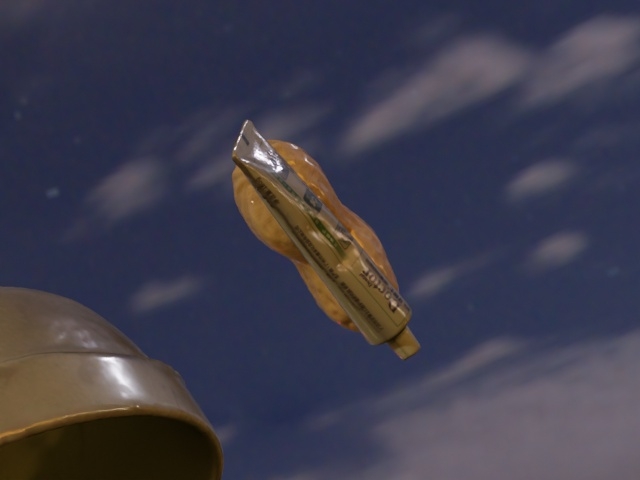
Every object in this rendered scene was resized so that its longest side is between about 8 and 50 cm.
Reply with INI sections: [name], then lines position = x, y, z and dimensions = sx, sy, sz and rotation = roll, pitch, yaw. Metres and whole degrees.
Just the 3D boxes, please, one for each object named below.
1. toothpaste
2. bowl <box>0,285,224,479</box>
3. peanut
[toothpaste]
position = 0.005, 0.005, 1.428
dimensions = 0.041, 0.218, 0.064
rotation = -31, 19, 24
[bowl]
position = -0.221, 0.138, 1.142
dimensions = 0.307, 0.163, 0.307
rotation = -23, -29, -13
[peanut]
position = 0.000, 0.000, 1.546
dimensions = 0.082, 0.187, 0.082
rotation = -38, 12, 10
